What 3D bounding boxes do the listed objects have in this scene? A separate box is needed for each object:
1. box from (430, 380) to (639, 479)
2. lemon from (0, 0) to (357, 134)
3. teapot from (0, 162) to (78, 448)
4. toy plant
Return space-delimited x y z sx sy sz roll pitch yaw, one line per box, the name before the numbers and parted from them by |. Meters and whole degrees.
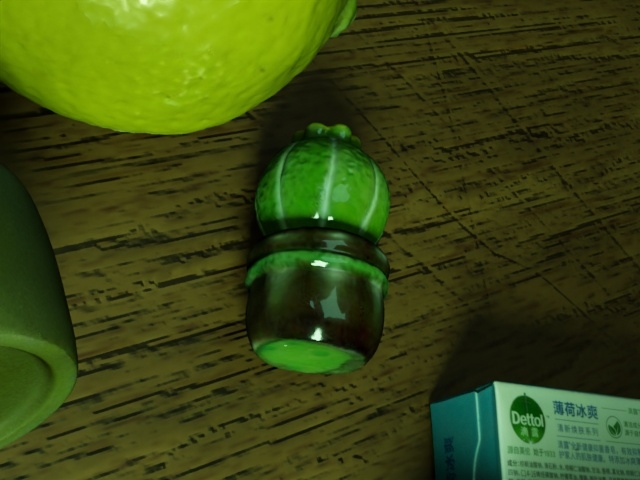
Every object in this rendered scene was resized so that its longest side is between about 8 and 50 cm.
box | 0.176 0.181 0.778 0.194 0.073 0.139 11 66 -31
lemon | -0.119 -0.193 0.612 0.320 0.245 0.245 25 59 -21
teapot | -0.213 0.013 0.511 0.268 0.186 0.175 35 31 -64
toy plant | 0.000 0.000 0.716 0.093 0.093 0.162 20 61 -28
